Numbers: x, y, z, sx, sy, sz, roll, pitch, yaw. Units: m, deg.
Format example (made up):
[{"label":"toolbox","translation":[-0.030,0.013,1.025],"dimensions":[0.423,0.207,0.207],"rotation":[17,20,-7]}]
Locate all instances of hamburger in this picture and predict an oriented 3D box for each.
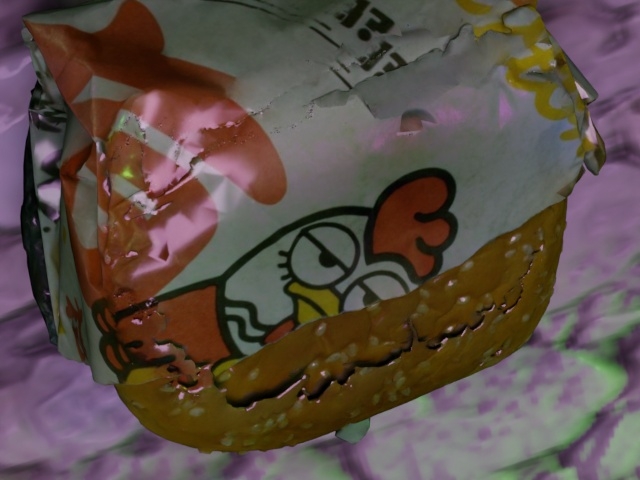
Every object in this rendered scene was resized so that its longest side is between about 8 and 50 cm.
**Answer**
[{"label":"hamburger","translation":[0.000,0.002,0.713],"dimensions":[0.214,0.125,0.235],"rotation":[-7,122,-13]}]
